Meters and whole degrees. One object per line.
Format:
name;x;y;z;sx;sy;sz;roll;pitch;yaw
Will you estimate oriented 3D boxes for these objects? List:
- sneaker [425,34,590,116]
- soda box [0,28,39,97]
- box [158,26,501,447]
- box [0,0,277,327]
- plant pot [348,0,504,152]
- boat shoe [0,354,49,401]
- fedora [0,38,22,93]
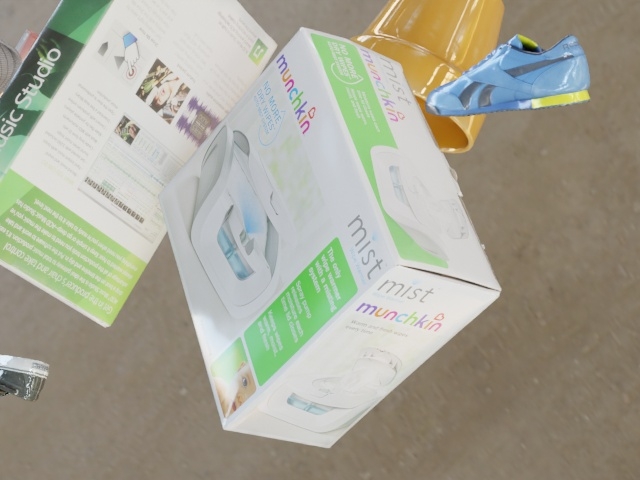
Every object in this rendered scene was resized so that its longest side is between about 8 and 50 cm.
sneaker;0.198;-0.178;1.571;0.209;0.069;0.082;-3;100;45
soda box;-0.436;-0.158;2.040;0.263;0.083;0.092;-58;28;2
box;0.000;0.000;1.234;0.231;0.127;0.262;-45;47;32
box;-0.184;-0.103;1.306;0.058;0.232;0.322;24;80;31
plant pot;0.141;-0.242;1.870;0.205;0.205;0.188;18;76;38
boat shoe;-0.319;0.135;1.446;0.142;0.049;0.040;-2;72;49
fedora;-0.412;-0.116;1.367;0.243;0.275;0.124;-20;67;28
